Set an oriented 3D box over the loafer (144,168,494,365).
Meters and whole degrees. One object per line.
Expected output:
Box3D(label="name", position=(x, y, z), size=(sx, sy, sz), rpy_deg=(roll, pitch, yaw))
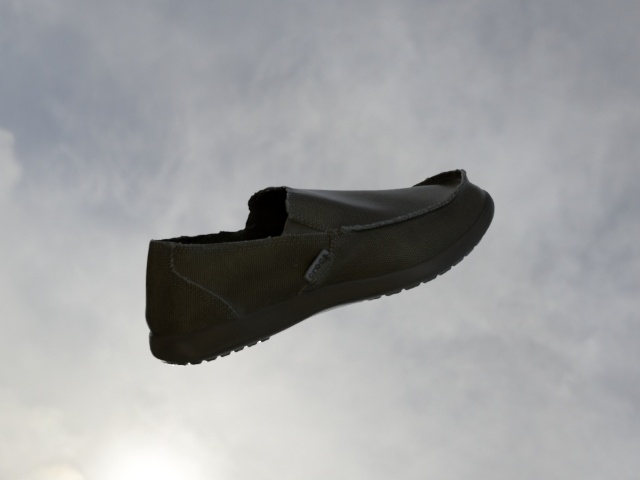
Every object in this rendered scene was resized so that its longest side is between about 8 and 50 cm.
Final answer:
Box3D(label="loafer", position=(0.000, 0.000, 0.422), size=(0.056, 0.148, 0.050), rpy_deg=(11, -59, 65))
